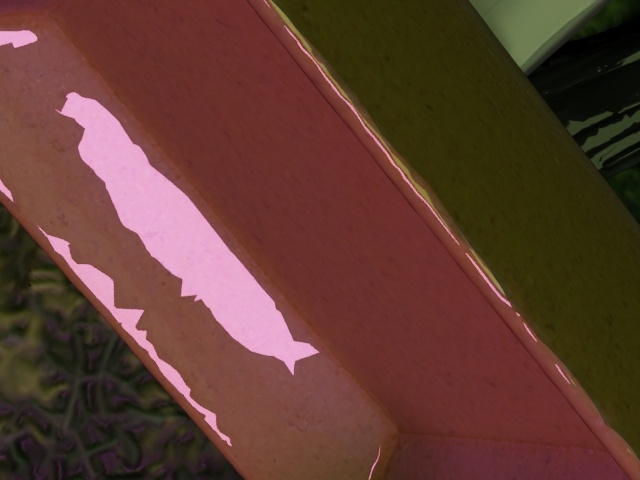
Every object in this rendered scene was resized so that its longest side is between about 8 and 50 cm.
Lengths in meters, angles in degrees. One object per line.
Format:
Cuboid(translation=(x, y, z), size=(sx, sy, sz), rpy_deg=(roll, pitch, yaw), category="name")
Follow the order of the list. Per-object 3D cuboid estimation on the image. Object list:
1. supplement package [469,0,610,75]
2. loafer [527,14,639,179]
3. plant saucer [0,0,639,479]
Cuboid(translation=(0.025, -0.178, 0.569), size=(0.139, 0.134, 0.244), rpy_deg=(-43, 88, 11), category="supplement package")
Cuboid(translation=(0.151, -0.061, 0.707), size=(0.223, 0.076, 0.078), rpy_deg=(-19, 106, -5), category="loafer")
Cuboid(translation=(0.000, 0.000, 0.563), size=(0.081, 0.333, 0.332), rpy_deg=(-44, 104, -21), category="plant saucer")
